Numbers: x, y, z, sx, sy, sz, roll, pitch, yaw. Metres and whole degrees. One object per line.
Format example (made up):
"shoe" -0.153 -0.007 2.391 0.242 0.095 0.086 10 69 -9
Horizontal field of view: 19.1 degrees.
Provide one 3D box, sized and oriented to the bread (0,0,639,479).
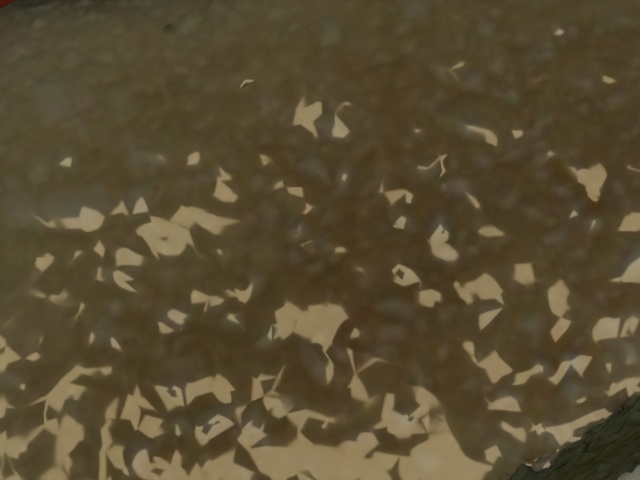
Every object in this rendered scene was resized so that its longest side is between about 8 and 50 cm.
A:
"bread" 0.001 0.004 0.467 0.337 0.102 0.183 -28 64 -15
